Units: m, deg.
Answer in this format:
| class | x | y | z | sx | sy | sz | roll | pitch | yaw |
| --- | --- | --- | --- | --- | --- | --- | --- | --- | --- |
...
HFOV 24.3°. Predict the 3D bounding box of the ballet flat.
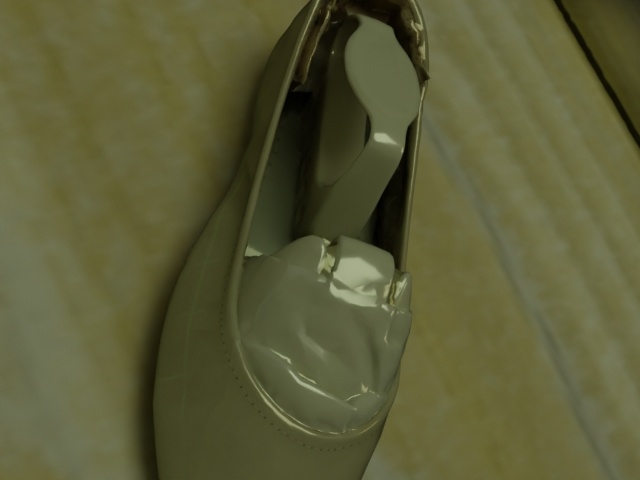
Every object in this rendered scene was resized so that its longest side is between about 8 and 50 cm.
| class | x | y | z | sx | sy | sz | roll | pitch | yaw |
| --- | --- | --- | --- | --- | --- | --- | --- | --- | --- |
| ballet flat | 0.000 | 0.000 | 0.530 | 0.086 | 0.086 | 0.248 | 25 | 52 | -22 |
